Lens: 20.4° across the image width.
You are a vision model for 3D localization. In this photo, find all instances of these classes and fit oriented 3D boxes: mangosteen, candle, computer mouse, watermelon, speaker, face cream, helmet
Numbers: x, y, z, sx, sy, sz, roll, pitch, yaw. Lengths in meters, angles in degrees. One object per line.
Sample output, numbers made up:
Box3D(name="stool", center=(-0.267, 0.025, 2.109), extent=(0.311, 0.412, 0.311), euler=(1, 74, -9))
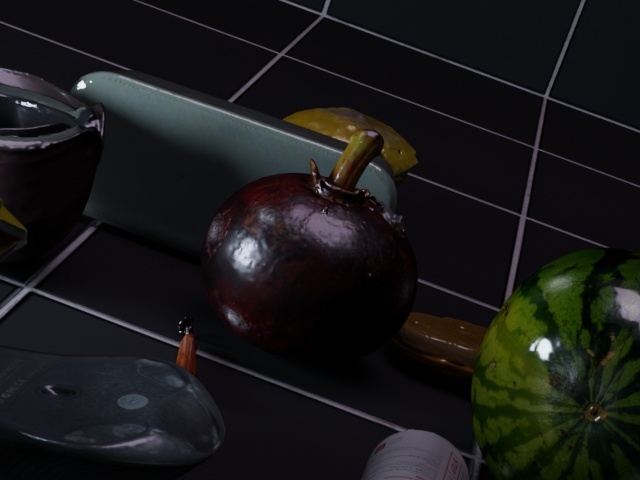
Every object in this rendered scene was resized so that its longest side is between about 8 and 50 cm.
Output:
Box3D(name="mangosteen", center=(0.000, 0.000, 1.898), extent=(0.236, 0.261, 0.235), euler=(20, 16, -6))
Box3D(name="candle", center=(-0.136, 0.116, 1.807), extent=(0.026, 0.021, 0.167), euler=(43, 11, -14))
Box3D(name="computer mouse", center=(-0.259, 0.151, 1.476), extent=(0.379, 0.090, 0.167), euler=(10, 23, 20))
Box3D(name="watermelon", center=(0.285, 0.146, 1.723), extent=(0.285, 0.285, 0.285), euler=(18, 18, -6))
Box3D(name="speaker", center=(-0.110, -0.076, 2.156), extent=(0.406, 0.183, 0.184), euler=(20, 12, 2))
Box3D(name="face cream", center=(0.069, 0.244, 1.516), extent=(0.096, 0.095, 0.214), euler=(21, 18, 5))
Box3D(name="helmet", center=(-0.350, -0.076, 1.899), extent=(0.225, 0.177, 0.305), euler=(8, 13, -9))

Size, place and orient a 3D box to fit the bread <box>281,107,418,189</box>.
Box3D(name="bread", center=(0.018, -0.089, 2.334), extent=(0.197, 0.170, 0.197), euler=(19, 16, -6))

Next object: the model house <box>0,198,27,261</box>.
Box3D(name="model house", center=(-0.391, -0.054, 1.443), extent=(0.324, 0.340, 0.300), euler=(-9, 29, -36))

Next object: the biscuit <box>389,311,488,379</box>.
Box3D(name="biscuit", center=(0.158, 0.129, 2.040), extent=(0.170, 0.050, 0.170), euler=(17, 9, -3))
